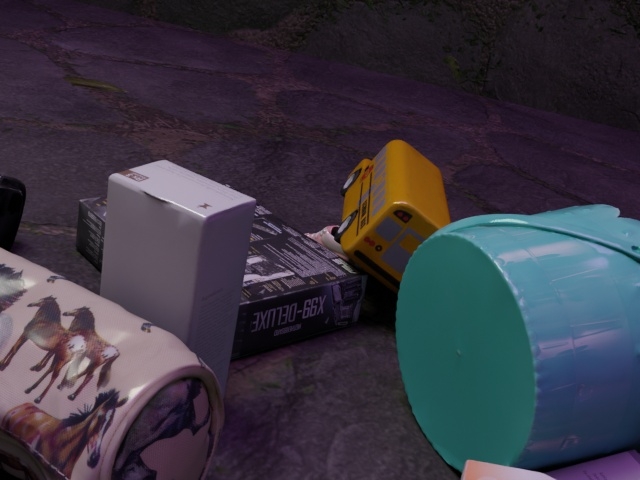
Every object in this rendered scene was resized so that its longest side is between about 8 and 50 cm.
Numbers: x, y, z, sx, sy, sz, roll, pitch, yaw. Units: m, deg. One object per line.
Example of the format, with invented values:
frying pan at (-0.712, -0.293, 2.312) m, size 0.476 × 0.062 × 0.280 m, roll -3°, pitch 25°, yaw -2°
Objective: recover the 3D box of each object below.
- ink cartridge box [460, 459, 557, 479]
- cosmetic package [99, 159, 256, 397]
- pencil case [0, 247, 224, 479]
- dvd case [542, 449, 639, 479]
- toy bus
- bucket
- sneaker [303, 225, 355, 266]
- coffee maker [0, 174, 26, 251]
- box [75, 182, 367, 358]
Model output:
ink cartridge box at (0.189, 0.246, 0.617) m, size 0.179 × 0.045 × 0.145 m, roll 3°, pitch 29°, yaw 18°
cosmetic package at (-0.143, 0.052, 0.770) m, size 0.117 × 0.231 × 0.085 m, roll 24°, pitch 26°, yaw 23°
pencil case at (-0.273, 0.104, 0.681) m, size 0.410 × 0.160 × 0.183 m, roll 23°, pitch 39°, yaw 23°
dvd case at (0.207, 0.264, 0.658) m, size 0.239 × 0.029 × 0.179 m, roll -9°, pitch 29°, yaw -13°
toy bus at (0.102, -0.044, 1.120) m, size 0.108 × 0.130 × 0.332 m, roll 36°, pitch 21°, yaw -11°
bucket at (0.211, 0.101, 0.811) m, size 0.183 × 0.281 × 0.281 m, roll -5°, pitch 29°, yaw -24°
sneaker at (0.000, 0.000, 1.159) m, size 0.134 × 0.070 × 0.051 m, roll 30°, pitch 31°, yaw 36°
coffee maker at (-0.461, -0.055, 0.987) m, size 0.178 × 0.120 × 0.171 m, roll 16°, pitch 23°, yaw 7°
box at (-0.131, 0.026, 1.027) m, size 0.242 × 0.076 × 0.307 m, roll -11°, pitch 33°, yaw -42°
